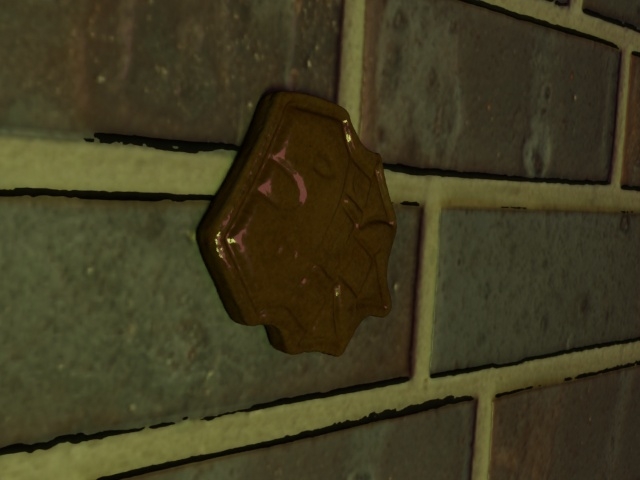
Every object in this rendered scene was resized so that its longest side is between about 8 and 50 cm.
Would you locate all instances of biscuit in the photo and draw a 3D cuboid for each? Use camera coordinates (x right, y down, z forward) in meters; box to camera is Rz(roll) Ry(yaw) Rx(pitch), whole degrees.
[{"bbox_3d":[0.002,0.000,0.833,0.215,0.034,0.182,45,62,-44],"label":"biscuit"}]
